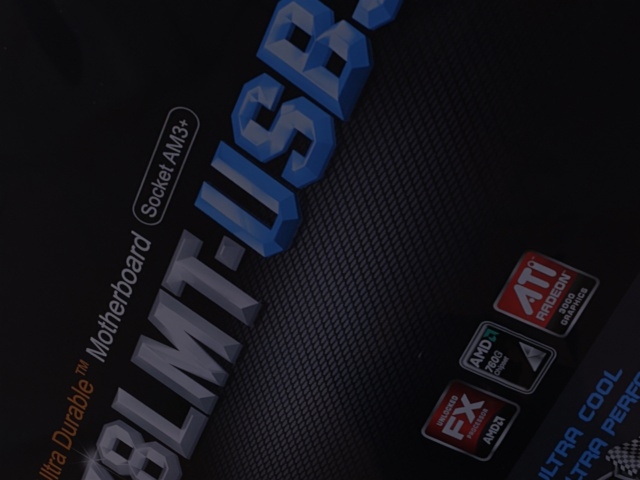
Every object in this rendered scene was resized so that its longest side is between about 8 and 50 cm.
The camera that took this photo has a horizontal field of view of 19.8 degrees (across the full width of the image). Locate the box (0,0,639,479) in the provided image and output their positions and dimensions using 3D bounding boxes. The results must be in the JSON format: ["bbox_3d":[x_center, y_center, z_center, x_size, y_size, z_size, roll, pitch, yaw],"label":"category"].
[{"bbox_3d":[0.000,0.000,0.538,0.073,0.293,0.295,-70,6,-51],"label":"box"}]
